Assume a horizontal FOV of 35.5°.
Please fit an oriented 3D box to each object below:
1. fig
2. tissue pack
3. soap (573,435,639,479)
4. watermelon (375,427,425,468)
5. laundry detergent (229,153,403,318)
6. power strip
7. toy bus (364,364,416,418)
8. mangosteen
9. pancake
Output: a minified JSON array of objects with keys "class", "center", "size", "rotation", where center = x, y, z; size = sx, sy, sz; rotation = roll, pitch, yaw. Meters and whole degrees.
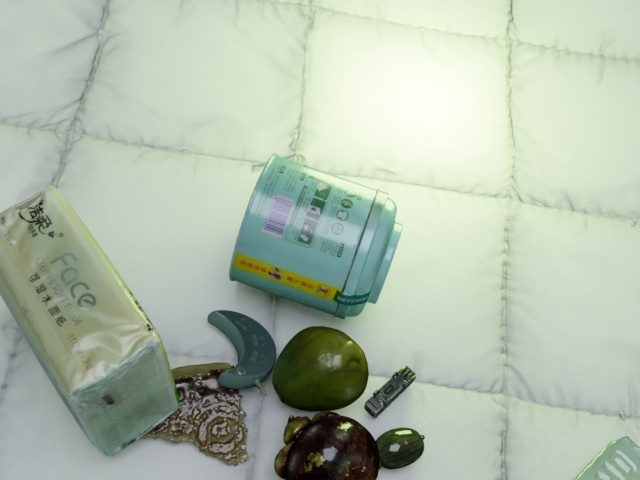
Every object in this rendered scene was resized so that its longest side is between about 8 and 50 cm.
[{"class":"fig","center":[-0.003,0.263,2.003],"size":[0.191,0.181,0.181],"rotation":[-30,69,-5]},{"class":"tissue pack","center":[-0.450,0.153,1.878],"size":[0.205,0.331,0.405],"rotation":[-32,64,-15]},{"class":"soap","center":[0.584,0.496,2.025],"size":[0.198,0.063,0.114],"rotation":[-38,71,-25]},{"class":"watermelon","center":[0.159,0.415,2.002],"size":[0.111,0.078,0.078],"rotation":[-13,64,-17]},{"class":"laundry detergent","center":[0.000,0.000,2.082],"size":[0.305,0.287,0.287],"rotation":[19,61,3]},{"class":"power strip","center":[-0.154,0.232,2.035],"size":[0.137,0.044,0.216],"rotation":[8,39,-25]},{"class":"toy bus","center":[0.143,0.313,2.068],"size":[0.037,0.052,0.131],"rotation":[41,62,19]},{"class":"mangosteen","center":[0.004,0.416,1.933],"size":[0.192,0.192,0.217],"rotation":[-36,41,-23]},{"class":"pancake","center":[-0.246,0.361,1.998],"size":[0.266,0.057,0.244],"rotation":[-35,80,-19]}]
